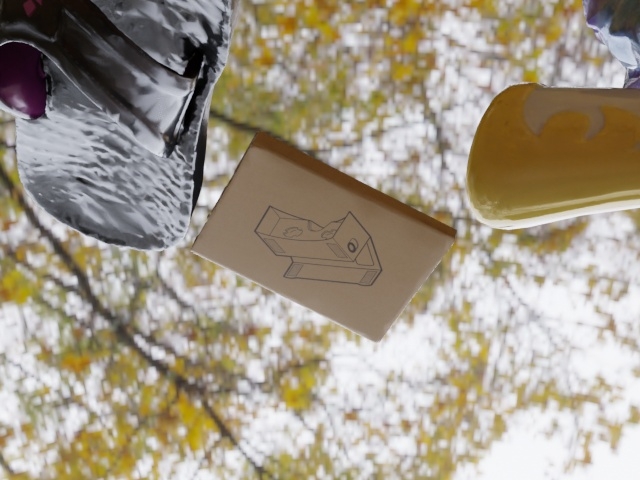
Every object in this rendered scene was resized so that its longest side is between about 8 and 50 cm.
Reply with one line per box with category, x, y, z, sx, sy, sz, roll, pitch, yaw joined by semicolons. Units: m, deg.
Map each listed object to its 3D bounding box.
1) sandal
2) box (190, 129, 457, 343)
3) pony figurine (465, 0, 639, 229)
sandal;-0.138;-0.099;0.981;0.168;0.445;0.107;15;-121;8
box;0.000;0.000;1.451;0.201;0.164;0.021;27;-135;-7
pony figurine;0.223;0.011;0.400;0.364;0.303;0.351;12;-107;37
